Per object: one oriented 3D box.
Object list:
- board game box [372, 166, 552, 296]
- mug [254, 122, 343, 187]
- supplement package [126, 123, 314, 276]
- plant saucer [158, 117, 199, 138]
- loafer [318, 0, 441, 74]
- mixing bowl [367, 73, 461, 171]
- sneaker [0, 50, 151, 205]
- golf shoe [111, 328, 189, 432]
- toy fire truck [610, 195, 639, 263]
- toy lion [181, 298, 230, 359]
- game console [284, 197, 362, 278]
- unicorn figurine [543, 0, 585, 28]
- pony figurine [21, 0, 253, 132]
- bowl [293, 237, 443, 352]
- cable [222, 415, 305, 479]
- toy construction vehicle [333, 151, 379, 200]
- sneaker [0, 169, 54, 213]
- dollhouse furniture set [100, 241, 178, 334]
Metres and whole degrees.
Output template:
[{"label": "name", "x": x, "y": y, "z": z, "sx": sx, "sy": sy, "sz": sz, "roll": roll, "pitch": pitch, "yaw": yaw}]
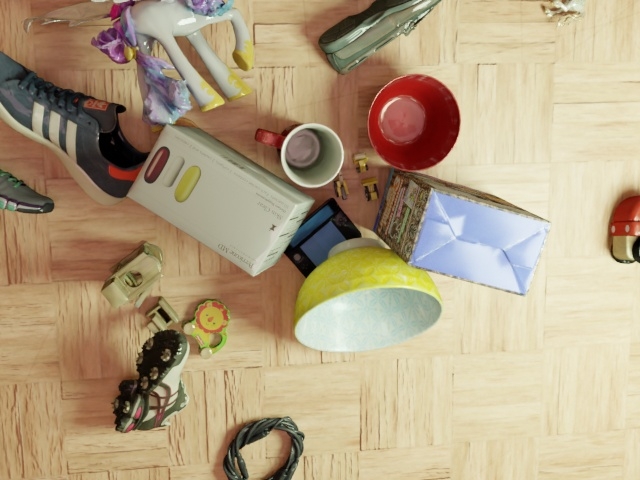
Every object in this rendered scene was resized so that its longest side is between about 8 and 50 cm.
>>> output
[{"label": "board game box", "x": 0.251, "y": -0.025, "z": 1.605, "sx": 0.232, "sy": 0.291, "sz": 0.141, "roll": 15, "pitch": 100, "yaw": -11}, {"label": "mug", "x": -0.038, "y": -0.179, "z": 1.591, "sx": 0.113, "sy": 0.169, "sz": 0.150, "roll": -43, "pitch": 104, "yaw": 2}, {"label": "supplement package", "x": -0.169, "y": -0.075, "z": 1.525, "sx": 0.262, "sy": 0.204, "sz": 0.145, "roll": 31, "pitch": 99, "yaw": 5}, {"label": "plant saucer", "x": -0.265, "y": -0.190, "z": 1.633, "sx": 0.083, "sy": 0.013, "sz": 0.083, "roll": -2, "pitch": 101, "yaw": -8}, {"label": "loafer", "x": 0.127, "y": -0.408, "z": 1.623, "sx": 0.267, "sy": 0.096, "sz": 0.084, "roll": -28, "pitch": 124, "yaw": 4}, {"label": "mixing bowl", "x": 0.167, "y": -0.228, "z": 1.650, "sx": 0.181, "sy": 0.098, "sz": 0.181, "roll": -2, "pitch": 102, "yaw": -10}, {"label": "sneaker", "x": -0.437, "y": -0.225, "z": 1.520, "sx": 0.148, "sy": 0.131, "sz": 0.350, "roll": -33, "pitch": 117, "yaw": 28}, {"label": "golf shoe", "x": -0.301, "y": 0.268, "z": 1.651, "sx": 0.120, "sy": 0.105, "sz": 0.273, "roll": 13, "pitch": 131, "yaw": -31}, {"label": "toy fire truck", "x": 0.721, "y": -0.072, "z": 1.756, "sx": 0.217, "sy": 0.158, "sz": 0.246, "roll": 1, "pitch": 89, "yaw": -9}, {"label": "toy lion", "x": -0.218, "y": 0.170, "z": 1.707, "sx": 0.096, "sy": 0.034, "sz": 0.100, "roll": -33, "pitch": 105, "yaw": -9}, {"label": "game console", "x": 0.000, "y": 0.000, "z": 1.676, "sx": 0.144, "sy": 0.085, "sz": 0.124, "roll": -40, "pitch": 104, "yaw": 1}, {"label": "unicorn figurine", "x": 0.488, "y": -0.501, "z": 1.672, "sx": 0.111, "sy": 0.060, "sz": 0.162, "roll": -10, "pitch": 119, "yaw": -7}, {"label": "pony figurine", "x": -0.290, "y": -0.383, "z": 1.485, "sx": 0.351, "sy": 0.303, "sz": 0.363, "roll": -30, "pitch": 103, "yaw": -35}, {"label": "bowl", "x": 0.082, "y": 0.088, "z": 1.653, "sx": 0.289, "sy": 0.289, "sz": 0.156, "roll": -4, "pitch": 61, "yaw": -8}, {"label": "cable", "x": -0.114, "y": 0.437, "z": 1.773, "sx": 0.150, "sy": 0.047, "sz": 0.184, "roll": 22, "pitch": 100, "yaw": -8}, {"label": "toy construction vehicle", "x": 0.069, "y": -0.119, "z": 1.689, "sx": 0.086, "sy": 0.035, "sz": 0.098, "roll": -12, "pitch": 103, "yaw": -6}, {"label": "sneaker", "x": -0.591, "y": -0.112, "z": 1.564, "sx": 0.223, "sy": 0.083, "sz": 0.098, "roll": 13, "pitch": 94, "yaw": -11}, {"label": "dollhouse furniture set", "x": -0.308, "y": 0.103, "z": 1.598, "sx": 0.101, "sy": 0.182, "sz": 0.161, "roll": -37, "pitch": 104, "yaw": 0}]
